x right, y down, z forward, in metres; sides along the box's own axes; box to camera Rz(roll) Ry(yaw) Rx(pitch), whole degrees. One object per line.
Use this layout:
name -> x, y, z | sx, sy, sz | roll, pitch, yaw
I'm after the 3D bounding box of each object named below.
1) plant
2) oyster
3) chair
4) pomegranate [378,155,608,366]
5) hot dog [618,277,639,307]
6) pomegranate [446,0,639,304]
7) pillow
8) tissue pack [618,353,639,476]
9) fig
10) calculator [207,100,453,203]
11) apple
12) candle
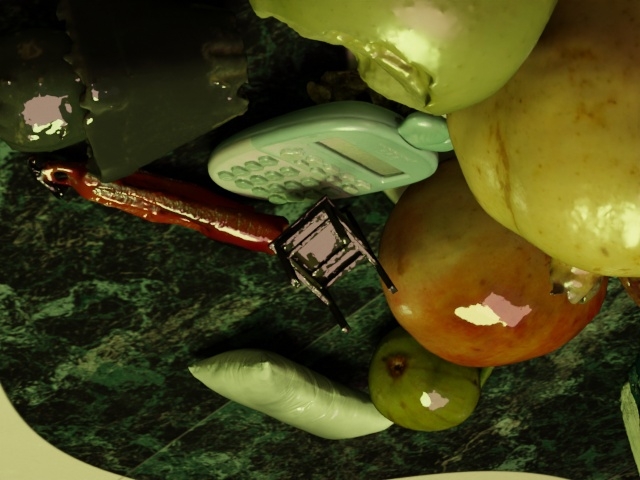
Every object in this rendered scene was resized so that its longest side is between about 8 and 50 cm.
plant -> -0.197, -0.150, 1.511 | 0.256, 0.142, 0.164 | -10, 145, -5
oyster -> 0.057, -0.146, 1.642 | 0.148, 0.051, 0.103 | 1, 140, -8
chair -> 0.000, 0.000, 1.726 | 0.084, 0.212, 0.101 | -40, 121, 7
pomegranate -> 0.179, 0.029, 1.765 | 0.252, 0.229, 0.270 | 7, 153, -33
hot dog -> 0.494, 0.003, 1.830 | 0.267, 0.174, 0.387 | -29, 140, 29
pomegranate -> 0.278, -0.101, 1.508 | 0.342, 0.342, 0.342 | -6, 144, -4
pillow -> -0.030, 0.197, 2.042 | 0.254, 0.078, 0.144 | 28, 160, -36
tissue pack -> 0.577, 0.320, 2.071 | 0.264, 0.416, 0.253 | 0, 143, -12
fig -> 0.140, 0.183, 2.037 | 0.142, 0.148, 0.186 | -6, 149, 18
calculator -> 0.014, -0.092, 1.656 | 0.295, 0.042, 0.184 | -12, 157, 35
apple -> 0.075, -0.242, 1.348 | 0.279, 0.279, 0.279 | -6, 144, -4
candle -> -0.174, -0.044, 1.718 | 0.302, 0.059, 0.084 | 15, 180, -25
